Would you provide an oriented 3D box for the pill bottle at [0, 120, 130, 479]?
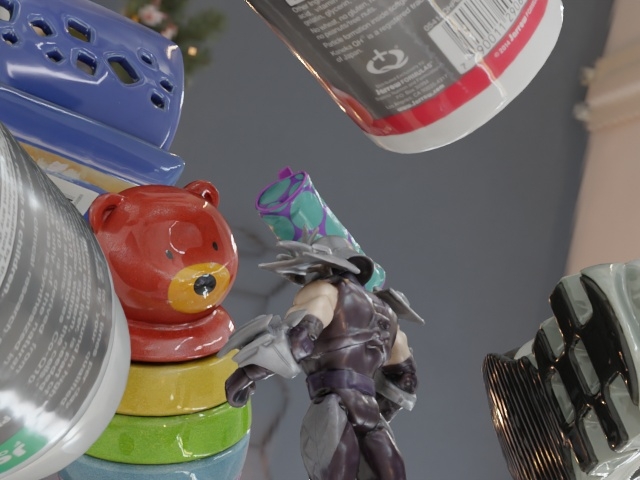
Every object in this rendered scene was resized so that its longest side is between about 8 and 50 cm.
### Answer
[{"bbox_3d":[-0.230,0.026,0.788,0.361,0.204,0.204,67,31,-71],"label":"pill bottle"}]

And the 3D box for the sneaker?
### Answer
[{"bbox_3d":[0.194,0.088,0.861,0.330,0.146,0.122,115,-43,-70],"label":"sneaker"}]

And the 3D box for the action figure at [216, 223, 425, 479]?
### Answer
[{"bbox_3d":[0.014,0.116,0.904,0.099,0.185,0.285,-28,-122,34],"label":"action figure"}]

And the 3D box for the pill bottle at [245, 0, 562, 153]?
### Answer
[{"bbox_3d":[0.011,-0.223,0.975,0.176,0.318,0.176,-32,-150,21],"label":"pill bottle"}]

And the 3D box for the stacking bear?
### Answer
[{"bbox_3d":[-0.123,0.100,1.065,0.164,0.175,0.289,30,-60,54],"label":"stacking bear"}]

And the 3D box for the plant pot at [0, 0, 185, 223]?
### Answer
[{"bbox_3d":[-0.261,-0.074,1.248,0.236,0.236,0.212,-51,-145,26],"label":"plant pot"}]

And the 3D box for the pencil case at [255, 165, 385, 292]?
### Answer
[{"bbox_3d":[0.000,0.000,1.455,0.064,0.151,0.070,-23,-151,29],"label":"pencil case"}]
